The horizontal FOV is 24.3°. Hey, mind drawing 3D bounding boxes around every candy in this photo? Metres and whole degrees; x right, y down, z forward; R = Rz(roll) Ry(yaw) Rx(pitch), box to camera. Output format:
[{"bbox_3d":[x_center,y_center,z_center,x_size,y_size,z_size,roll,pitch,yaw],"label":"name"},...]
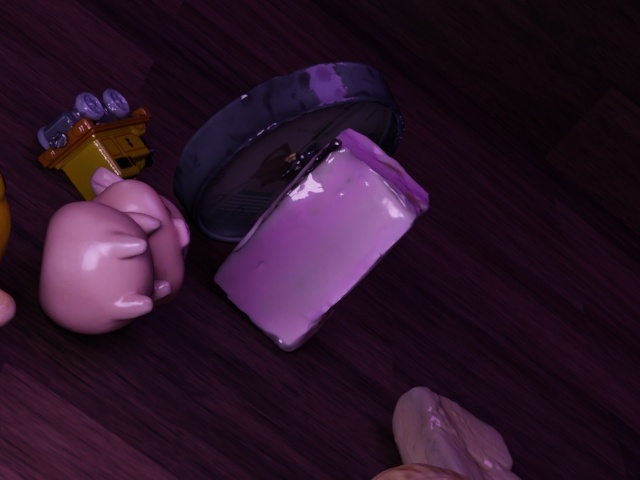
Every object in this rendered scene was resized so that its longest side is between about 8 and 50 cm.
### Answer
[{"bbox_3d":[0.000,0.000,1.899,0.155,0.265,0.116,41,16,-2],"label":"candy"}]

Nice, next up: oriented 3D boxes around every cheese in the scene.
[{"bbox_3d":[0.181,0.307,1.856,0.159,0.093,0.263,25,27,-32],"label":"cheese"}]

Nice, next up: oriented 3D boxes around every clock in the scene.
[{"bbox_3d":[-0.040,-0.112,1.978,0.325,0.325,0.067,9,46,-56],"label":"clock"}]

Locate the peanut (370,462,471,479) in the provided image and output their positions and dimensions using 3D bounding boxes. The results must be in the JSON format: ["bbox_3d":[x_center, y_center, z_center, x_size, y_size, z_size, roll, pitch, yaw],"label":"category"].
[{"bbox_3d":[0.183,0.364,1.666,0.325,0.140,0.153,39,47,-10],"label":"peanut"}]

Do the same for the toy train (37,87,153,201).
[{"bbox_3d":[-0.278,-0.119,1.896,0.127,0.089,0.219,54,20,3],"label":"toy train"}]

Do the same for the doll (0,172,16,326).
[{"bbox_3d":[-0.426,0.004,1.277,0.348,0.161,0.423,18,29,-29],"label":"doll"}]

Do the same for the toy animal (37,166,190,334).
[{"bbox_3d":[-0.225,0.019,1.613,0.154,0.166,0.250,3,11,11],"label":"toy animal"}]
